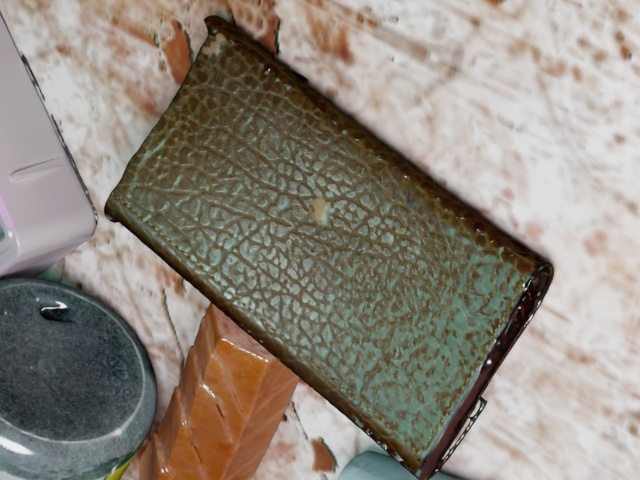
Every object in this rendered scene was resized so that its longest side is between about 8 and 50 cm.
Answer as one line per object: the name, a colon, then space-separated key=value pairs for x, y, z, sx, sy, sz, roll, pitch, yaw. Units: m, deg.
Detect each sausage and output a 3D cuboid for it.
sausage: x=-0.059 y=0.103 z=1.088 sx=0.065 sy=0.065 sz=0.169 roll=45 pitch=133 yaw=23

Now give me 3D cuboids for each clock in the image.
clock: x=-0.234 y=-0.061 z=1.196 sx=0.150 sy=0.063 sz=0.197 roll=-30 pitch=84 yaw=47

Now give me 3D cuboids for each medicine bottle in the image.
medicine bottle: x=-0.216 y=0.161 z=1.209 sx=0.141 sy=0.141 sz=0.293 roll=51 pitch=134 yaw=18

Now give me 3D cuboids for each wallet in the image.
wallet: x=0.000 y=0.000 z=0.993 sx=0.243 sy=0.039 sz=0.132 roll=38 pitch=110 yaw=28

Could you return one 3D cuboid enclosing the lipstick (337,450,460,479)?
lipstick: x=0.079 y=0.150 z=0.980 sx=0.158 sy=0.048 sz=0.048 roll=14 pitch=116 yaw=40
